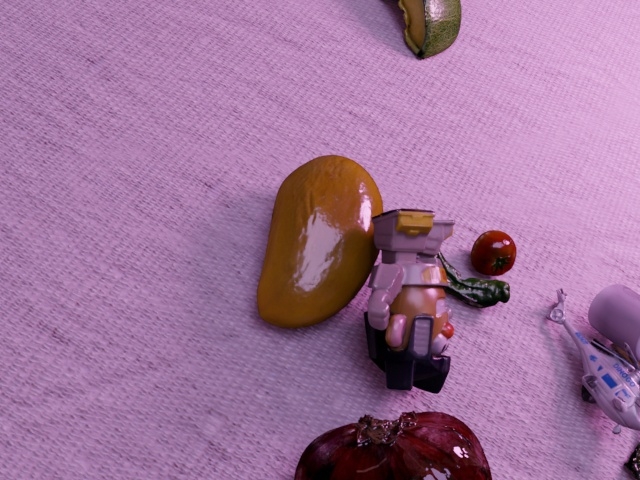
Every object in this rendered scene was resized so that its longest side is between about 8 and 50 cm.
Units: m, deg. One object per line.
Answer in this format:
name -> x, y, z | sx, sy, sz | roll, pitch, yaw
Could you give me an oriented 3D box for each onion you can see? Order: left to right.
onion -> 0.099, 0.349, 1.027 | 0.281, 0.281, 0.221 | 18, 13, -8

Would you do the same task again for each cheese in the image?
cheese -> 0.587, 0.211, 1.380 | 0.083, 0.030, 0.044 | 46, 36, 17

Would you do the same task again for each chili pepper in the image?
chili pepper -> 0.254, 0.068, 1.338 | 0.182, 0.050, 0.073 | 32, 91, 7

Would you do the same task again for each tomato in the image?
tomato -> 0.319, 0.021, 1.373 | 0.087, 0.087, 0.075 | 7, 33, -15

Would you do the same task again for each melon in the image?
melon -> 0.247, -0.555, 1.672 | 0.169, 0.129, 0.265 | -14, 65, -29

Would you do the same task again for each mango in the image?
mango -> 0.008, 0.000, 1.254 | 0.195, 0.142, 0.332 | 14, 64, -8

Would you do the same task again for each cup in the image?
cup -> 0.574, 0.149, 1.327 | 0.136, 0.099, 0.133 | 2, 21, -22

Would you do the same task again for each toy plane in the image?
toy plane -> 0.475, 0.207, 1.289 | 0.107, 0.182, 0.273 | -34, 71, 1

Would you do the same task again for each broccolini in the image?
broccolini -> 0.578, 0.319, 1.293 | 0.044, 0.042, 0.218 | 30, 61, 1

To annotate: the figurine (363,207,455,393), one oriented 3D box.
figurine -> 0.144, 0.097, 1.188 | 0.308, 0.143, 0.309 | -1, 92, -44
